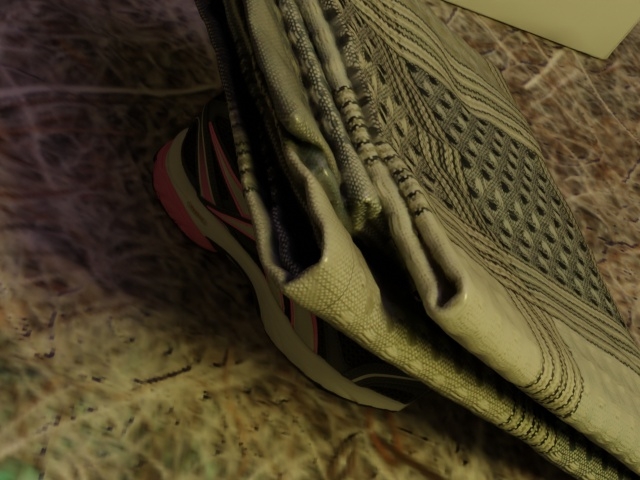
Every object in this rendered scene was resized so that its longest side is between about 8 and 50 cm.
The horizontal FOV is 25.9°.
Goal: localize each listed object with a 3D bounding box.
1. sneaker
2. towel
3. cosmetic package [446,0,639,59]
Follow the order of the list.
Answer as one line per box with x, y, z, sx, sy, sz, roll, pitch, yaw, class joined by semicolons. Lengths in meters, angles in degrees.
0.000;0.000;0.637;0.178;0.077;0.072;42;40;4;sneaker
0.055;-0.045;0.649;0.324;0.056;0.312;34;31;-46;towel
0.041;-0.300;0.952;0.377;0.097;0.284;15;47;-25;cosmetic package
